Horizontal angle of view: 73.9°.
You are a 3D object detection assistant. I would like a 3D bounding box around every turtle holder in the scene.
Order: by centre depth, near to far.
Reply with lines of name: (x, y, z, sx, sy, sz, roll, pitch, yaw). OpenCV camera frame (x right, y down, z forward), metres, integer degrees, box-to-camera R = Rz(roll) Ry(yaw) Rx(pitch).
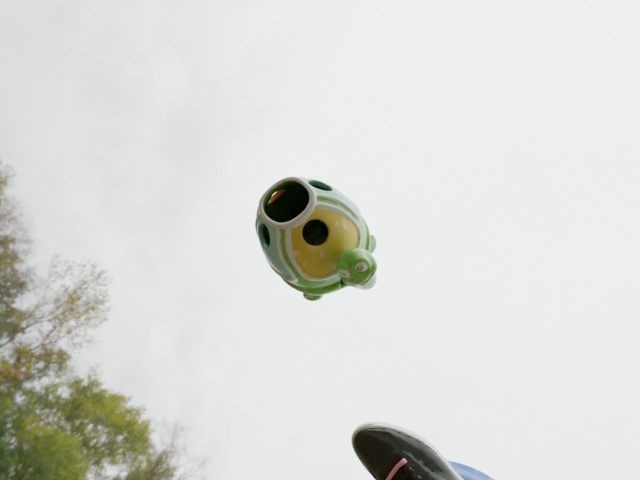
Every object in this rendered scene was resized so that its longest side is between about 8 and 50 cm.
turtle holder: (-0.018, 0.003, 0.923, 0.243, 0.227, 0.320, -23, -130, 12)

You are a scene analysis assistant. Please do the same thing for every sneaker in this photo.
sneaker: (0.163, 0.395, 0.632, 0.296, 0.147, 0.104, 37, -83, 15)

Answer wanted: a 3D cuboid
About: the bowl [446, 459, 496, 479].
bowl: (0.298, 0.684, 0.973, 0.391, 0.077, 0.390, 5, -77, 22)
